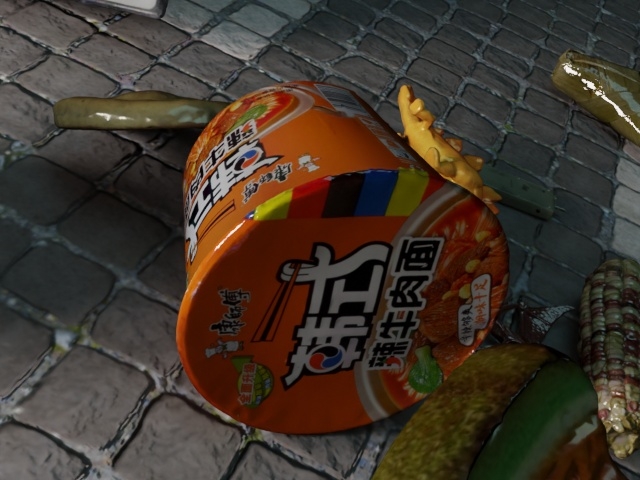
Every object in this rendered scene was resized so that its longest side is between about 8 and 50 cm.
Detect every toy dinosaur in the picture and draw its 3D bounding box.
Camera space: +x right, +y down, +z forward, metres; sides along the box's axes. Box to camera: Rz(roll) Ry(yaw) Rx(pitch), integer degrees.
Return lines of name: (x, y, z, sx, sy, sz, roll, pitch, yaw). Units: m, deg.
toy dinosaur: (0.183, 0.101, 0.773, 0.220, 0.032, 0.108, -18, 57, -36)
toy dinosaur: (0.152, -0.065, 0.915, 0.117, 0.070, 0.288, 11, 50, -40)

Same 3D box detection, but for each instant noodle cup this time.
instant noodle cup: (0.000, 0.000, 0.645, 0.250, 0.250, 0.192, 5, 35, -22)

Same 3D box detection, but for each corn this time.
corn: (0.293, 0.109, 0.785, 0.079, 0.079, 0.237, 23, 41, -1)

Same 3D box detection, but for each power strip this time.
power strip: (0.239, -0.060, 0.990, 0.136, 0.019, 0.051, 21, 38, -3)

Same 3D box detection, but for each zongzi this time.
zongzi: (0.429, -0.207, 1.213, 0.160, 0.078, 0.176, 15, 48, 0)

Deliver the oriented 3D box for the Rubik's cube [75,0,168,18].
Rubik's cube: (-0.303, -0.478, 0.953, 0.304, 0.301, 0.305, 10, 33, -14)

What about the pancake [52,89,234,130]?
pancake: (-0.138, -0.120, 0.772, 0.222, 0.042, 0.236, 7, 7, 32)

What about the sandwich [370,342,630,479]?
sandwich: (0.145, 0.226, 0.527, 0.301, 0.162, 0.250, 33, 72, -14)

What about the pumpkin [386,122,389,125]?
pumpkin: (0.038, -0.117, 0.931, 0.074, 0.054, 0.083, 17, 44, 0)
